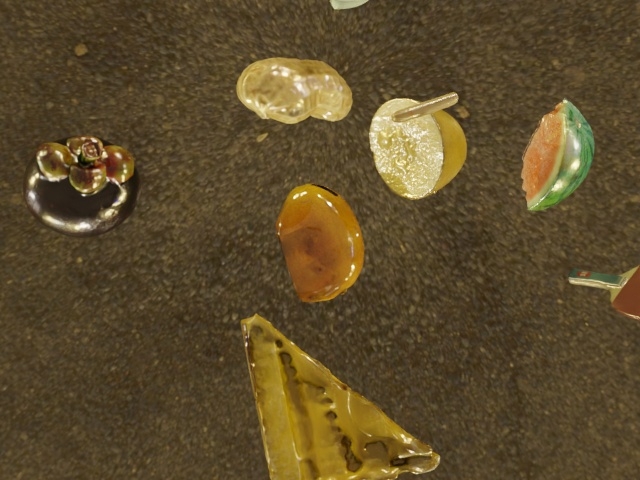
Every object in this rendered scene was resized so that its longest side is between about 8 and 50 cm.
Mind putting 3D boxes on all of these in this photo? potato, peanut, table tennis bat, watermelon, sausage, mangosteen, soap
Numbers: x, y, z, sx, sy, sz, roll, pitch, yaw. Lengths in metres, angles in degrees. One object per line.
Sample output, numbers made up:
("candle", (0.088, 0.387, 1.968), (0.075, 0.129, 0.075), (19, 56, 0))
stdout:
("potato", (0.218, -0.185, 1.282), (0.158, 0.203, 0.178), (-6, 133, -39))
("peanut", (-0.046, -0.349, 1.510), (0.325, 0.140, 0.153), (1, 79, -39))
("table tennis bat", (0.591, 0.087, 1.198), (0.154, 0.274, 0.021), (-43, 119, -23))
("watermelon", (0.541, -0.171, 1.391), (0.146, 0.128, 0.231), (6, 124, -21))
("sausage", (0.184, -0.233, 1.132), (0.132, 0.024, 0.024), (-22, 103, -17))
("mangosteen", (-0.570, -0.148, 1.552), (0.275, 0.275, 0.302), (34, 144, -7))
("soap", (0.031, 0.278, 1.196), (0.304, 0.169, 0.338), (-12, 84, -6))

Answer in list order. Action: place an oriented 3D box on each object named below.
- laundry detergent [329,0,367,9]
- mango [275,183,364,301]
("laundry detergent", (0.054, -0.447, 0.834), (0.143, 0.094, 0.290), (-5, 137, -8))
("mango", (0.000, 0.000, 1.289), (0.166, 0.136, 0.236), (-18, 90, -7))
